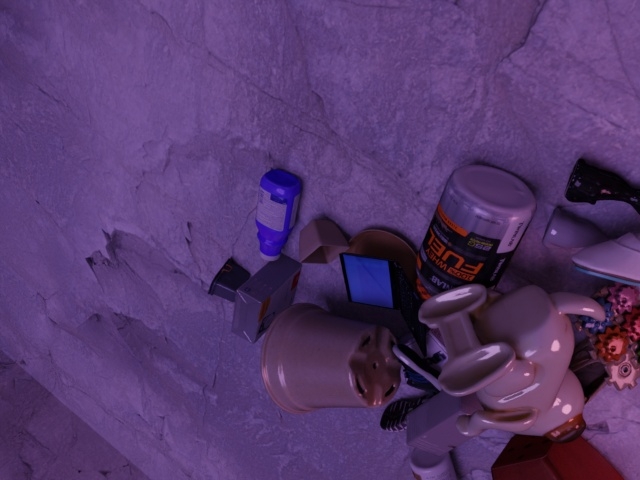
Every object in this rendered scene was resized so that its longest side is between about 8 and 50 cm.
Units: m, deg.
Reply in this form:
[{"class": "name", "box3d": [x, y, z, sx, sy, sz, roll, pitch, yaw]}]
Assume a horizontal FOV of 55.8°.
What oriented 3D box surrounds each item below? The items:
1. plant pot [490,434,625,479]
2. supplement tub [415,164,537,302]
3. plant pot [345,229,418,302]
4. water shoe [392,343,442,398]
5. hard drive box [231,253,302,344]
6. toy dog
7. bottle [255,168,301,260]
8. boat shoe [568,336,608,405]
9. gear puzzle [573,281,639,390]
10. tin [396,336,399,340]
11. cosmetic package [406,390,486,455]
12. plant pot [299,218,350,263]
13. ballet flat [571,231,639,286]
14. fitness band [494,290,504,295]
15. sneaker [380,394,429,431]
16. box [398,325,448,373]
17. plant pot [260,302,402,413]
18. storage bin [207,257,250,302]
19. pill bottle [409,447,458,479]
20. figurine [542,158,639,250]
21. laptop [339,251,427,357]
[{"class": "plant pot", "box3d": [0.624, 0.660, 1.646, 0.267, 0.267, 0.235, -35, 84, 41]}, {"class": "supplement tub", "box3d": [0.353, 0.008, 1.439, 0.207, 0.207, 0.337, 27, 129, 16]}, {"class": "plant pot", "box3d": [0.179, 0.068, 1.705, 0.237, 0.032, 0.236, 17, 126, 24]}, {"class": "water shoe", "box3d": [0.258, 0.365, 1.655, 0.203, 0.073, 0.080, 41, 110, -15]}, {"class": "hard drive box", "box3d": [-0.166, 0.175, 1.859, 0.089, 0.232, 0.181, 27, 129, 16]}, {"class": "toy dog", "box3d": [0.459, 0.289, 1.386, 0.396, 0.284, 0.407, -31, 124, 6]}, {"class": "bottle", "box3d": [-0.132, -0.067, 1.781, 0.118, 0.092, 0.282, 28, 129, 21]}, {"class": "boat shoe", "box3d": [0.633, 0.374, 1.547, 0.122, 0.110, 0.341, 32, 130, 12]}, {"class": "gear puzzle", "box3d": [0.721, 0.255, 1.390, 0.338, 0.176, 0.044, 58, 172, -10]}, {"class": "tin", "box3d": [0.194, 0.359, 1.872, 0.106, 0.040, 0.189, 29, 130, 20]}, {"class": "cosmetic package", "box3d": [0.353, 0.492, 1.662, 0.127, 0.107, 0.238, 24, 135, -17]}, {"class": "plant pot", "box3d": [0.000, 0.000, 1.723, 0.109, 0.109, 0.096, -41, 56, 42]}, {"class": "ballet flat", "box3d": [0.727, 0.043, 1.242, 0.401, 0.139, 0.139, 14, 126, 3]}, {"class": "fitness band", "box3d": [0.467, 0.242, 1.616, 0.291, 0.054, 0.209, 33, 133, 13]}, {"class": "sneaker", "box3d": [0.318, 0.576, 1.885, 0.163, 0.106, 0.281, 37, 145, -14]}, {"class": "box", "box3d": [0.364, 0.371, 1.735, 0.290, 0.087, 0.169, 47, 132, -1]}, {"class": "plant pot", "box3d": [0.053, 0.343, 1.723, 0.306, 0.334, 0.333, -6, 114, 46]}, {"class": "storage bin", "box3d": [-0.295, 0.133, 1.992, 0.091, 0.135, 0.098, 27, 129, 2]}, {"class": "pill bottle", "box3d": [0.377, 0.779, 1.948, 0.131, 0.131, 0.229, -5, 114, 35]}, {"class": "figurine", "box3d": [0.623, -0.046, 1.318, 0.210, 0.092, 0.214, 22, 128, 15]}, {"class": "laptop", "box3d": [0.170, 0.172, 1.626, 0.234, 0.137, 0.264, 76, 172, -48]}]
